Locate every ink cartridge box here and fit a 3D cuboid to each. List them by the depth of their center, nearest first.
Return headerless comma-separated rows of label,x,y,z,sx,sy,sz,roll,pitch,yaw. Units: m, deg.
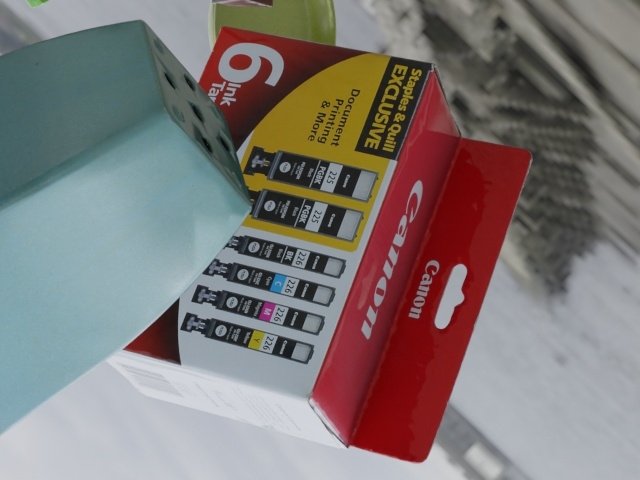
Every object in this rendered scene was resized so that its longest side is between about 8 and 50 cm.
ink cartridge box,0.000,0.000,1.371,0.272,0.309,0.130,12,159,22

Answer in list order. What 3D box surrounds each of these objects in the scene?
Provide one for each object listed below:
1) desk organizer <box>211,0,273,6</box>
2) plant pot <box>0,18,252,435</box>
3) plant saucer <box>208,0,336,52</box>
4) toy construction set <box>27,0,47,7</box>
desk organizer,-0.079,-0.318,1.779,0.050,0.130,0.047,9,174,-44
plant pot,-0.176,-0.024,1.060,0.166,0.234,0.165,48,-165,-42
plant saucer,-0.065,-0.262,2.026,0.037,0.241,0.241,3,151,38
toy construction set,-0.465,-0.368,2.103,0.257,0.309,0.237,-117,2,-61
